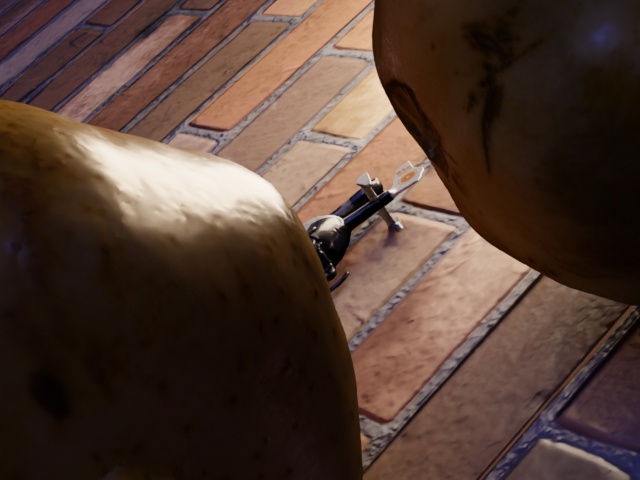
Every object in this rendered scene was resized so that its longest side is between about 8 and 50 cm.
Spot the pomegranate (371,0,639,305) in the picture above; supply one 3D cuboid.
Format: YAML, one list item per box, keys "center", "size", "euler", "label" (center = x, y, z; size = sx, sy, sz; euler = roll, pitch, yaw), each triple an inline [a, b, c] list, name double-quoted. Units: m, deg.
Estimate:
- center: [0.195, -0.129, 0.818]
  size: [0.332, 0.333, 0.332]
  euler: [-24, 30, 15]
  label: "pomegranate"

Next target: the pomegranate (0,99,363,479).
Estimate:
- center: [-0.146, 0.113, 0.724]
  size: [0.410, 0.410, 0.410]
  euler: [-24, 30, 15]
  label: "pomegranate"

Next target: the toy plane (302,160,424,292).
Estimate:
- center: [0.001, 0.000, 1.080]
  size: [0.197, 0.053, 0.078]
  euler: [-36, 20, 3]
  label: "toy plane"
